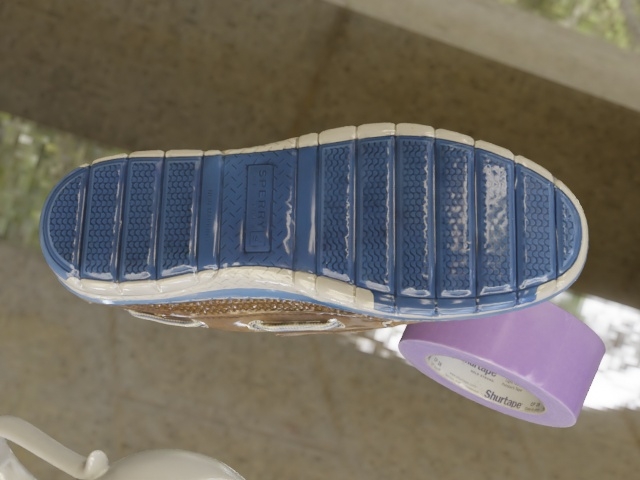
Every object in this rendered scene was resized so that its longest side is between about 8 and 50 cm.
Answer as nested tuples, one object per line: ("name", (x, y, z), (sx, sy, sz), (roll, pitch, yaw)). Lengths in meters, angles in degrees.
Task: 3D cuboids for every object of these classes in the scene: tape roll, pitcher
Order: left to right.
("pitcher", (-0.132, 0.179, 1.087), (0.125, 0.178, 0.207), (-44, -165, -33))
("tape roll", (0.176, 0.106, 1.670), (0.080, 0.189, 0.189), (-64, -165, -15))

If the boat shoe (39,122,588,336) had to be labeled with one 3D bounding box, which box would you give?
("boat shoe", (0.000, 0.000, 0.591), (0.066, 0.183, 0.066), (68, 27, -70))
